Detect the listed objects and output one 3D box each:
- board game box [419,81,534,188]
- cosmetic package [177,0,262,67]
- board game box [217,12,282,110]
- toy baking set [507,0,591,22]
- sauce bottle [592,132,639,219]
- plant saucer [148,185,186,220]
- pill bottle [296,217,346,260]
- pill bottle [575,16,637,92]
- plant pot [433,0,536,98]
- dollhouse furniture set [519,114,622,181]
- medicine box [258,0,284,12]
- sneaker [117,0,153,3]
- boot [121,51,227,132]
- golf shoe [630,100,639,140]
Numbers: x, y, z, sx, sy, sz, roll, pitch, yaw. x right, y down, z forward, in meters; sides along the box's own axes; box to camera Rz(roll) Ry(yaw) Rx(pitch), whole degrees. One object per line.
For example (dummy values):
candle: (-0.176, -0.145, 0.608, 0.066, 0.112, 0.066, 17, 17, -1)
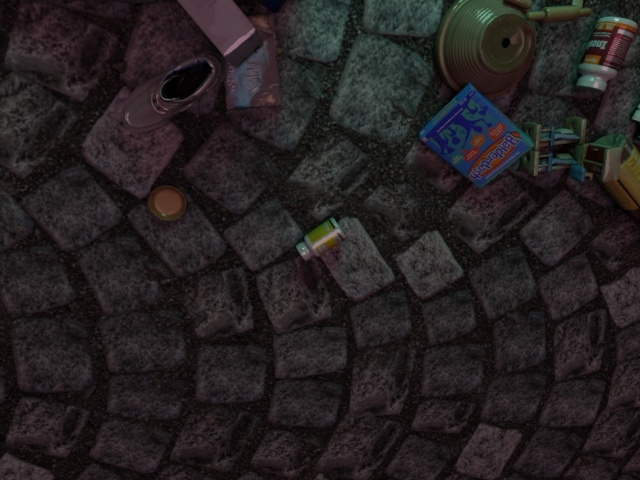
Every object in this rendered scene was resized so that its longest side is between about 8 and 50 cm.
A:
board game box: (0.365, -0.240, 1.066, 0.210, 0.047, 0.160, 32, 126, -19)
cosmetic package: (-0.219, -0.454, 0.863, 0.085, 0.117, 0.231, -38, 98, 7)
board game box: (-0.153, -0.380, 0.971, 0.126, 0.026, 0.186, -7, 111, -6)
toy baking set: (0.495, -0.550, 0.961, 0.256, 0.030, 0.196, -7, 78, -14)
sauce bottle: (0.823, -0.129, 1.182, 0.344, 0.111, 0.111, 40, 99, -21)
plant saucer: (-0.354, -0.088, 1.051, 0.083, 0.015, 0.083, -3, 111, -8)
pill bottle: (0.000, 0.000, 1.115, 0.116, 0.065, 0.065, -33, 112, 3)
pill bottle: (0.660, -0.429, 1.055, 0.086, 0.086, 0.152, 11, 107, -13)
plant pot: (0.382, -0.431, 0.997, 0.237, 0.110, 0.237, -3, 111, -9)
dollhouse furniture set: (0.584, -0.217, 1.068, 0.129, 0.183, 0.129, -8, 111, -6)
medicine box: (-0.146, -0.562, 0.778, 0.289, 0.263, 0.149, 32, 102, -18)
sneaker: (-0.437, -0.538, 0.829, 0.282, 0.102, 0.161, 6, 106, -11)
boot: (-0.312, -0.298, 0.913, 0.258, 0.123, 0.095, -31, 108, 11)
golf shoe: (0.823, -0.338, 1.122, 0.094, 0.077, 0.198, -23, 111, 0)
